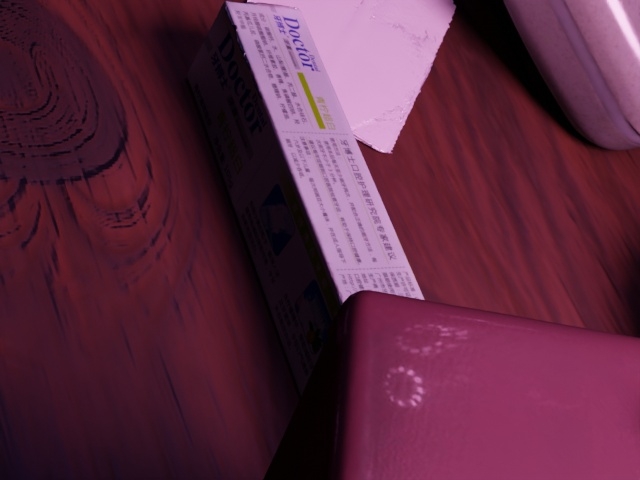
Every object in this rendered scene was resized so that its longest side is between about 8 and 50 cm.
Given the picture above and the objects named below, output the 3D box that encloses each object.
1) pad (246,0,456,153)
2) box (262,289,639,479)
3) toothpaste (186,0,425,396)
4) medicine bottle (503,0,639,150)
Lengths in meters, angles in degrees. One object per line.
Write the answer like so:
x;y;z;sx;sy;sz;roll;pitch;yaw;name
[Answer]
0.021;-0.174;0.920;0.156;0.004;0.232;31;46;-6;pad
0.053;0.160;0.490;0.167;0.294;0.193;15;48;-6;box
0.000;0.000;0.716;0.067;0.081;0.337;-2;57;-33;toothpaste
0.304;-0.260;1.004;0.375;0.123;0.282;-43;111;-33;medicine bottle
